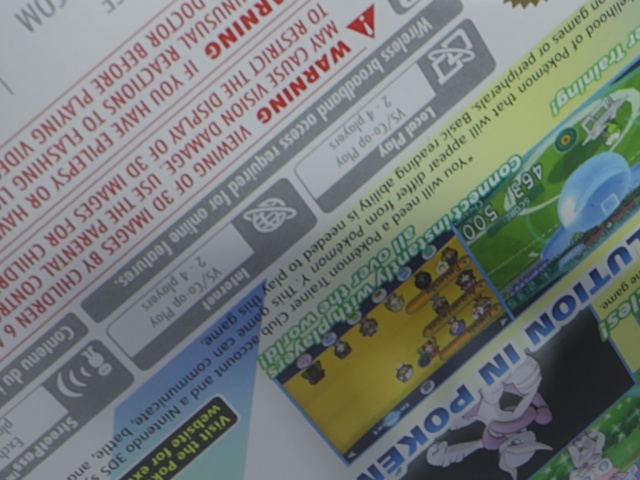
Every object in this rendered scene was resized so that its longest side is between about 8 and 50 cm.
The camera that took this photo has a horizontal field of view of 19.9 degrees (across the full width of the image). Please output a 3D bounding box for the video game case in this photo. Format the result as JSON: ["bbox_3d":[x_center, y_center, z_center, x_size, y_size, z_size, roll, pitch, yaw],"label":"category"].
[{"bbox_3d":[0.000,0.000,0.423,0.036,0.329,0.300,45,-6,47],"label":"video game case"}]
